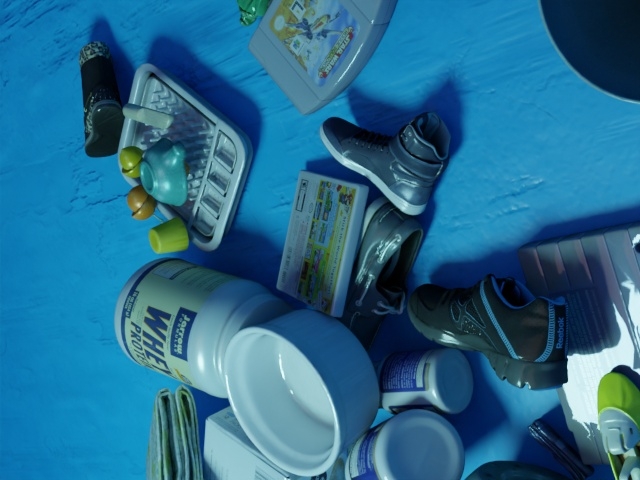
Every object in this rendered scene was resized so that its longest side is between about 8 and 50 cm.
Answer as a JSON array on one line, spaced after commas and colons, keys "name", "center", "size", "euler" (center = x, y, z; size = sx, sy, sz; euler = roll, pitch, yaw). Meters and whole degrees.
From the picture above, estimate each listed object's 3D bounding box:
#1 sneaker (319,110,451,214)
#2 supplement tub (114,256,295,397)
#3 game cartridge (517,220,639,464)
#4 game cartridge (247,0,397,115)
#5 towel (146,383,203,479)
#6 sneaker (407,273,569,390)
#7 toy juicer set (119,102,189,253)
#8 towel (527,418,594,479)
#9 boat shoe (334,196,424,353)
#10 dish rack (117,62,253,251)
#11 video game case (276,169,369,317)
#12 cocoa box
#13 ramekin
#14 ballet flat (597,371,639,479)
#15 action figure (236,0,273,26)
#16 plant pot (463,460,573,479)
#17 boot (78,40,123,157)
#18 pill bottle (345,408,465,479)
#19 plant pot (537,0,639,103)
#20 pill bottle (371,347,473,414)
[{"name": "sneaker", "center": [0.109, -0.168, 1.504], "size": [0.226, 0.086, 0.163], "euler": [39, 139, 13]}, {"name": "supplement tub", "center": [-0.222, 0.174, 1.837], "size": [0.325, 0.235, 0.235], "euler": [14, 114, 38]}, {"name": "game cartridge", "center": [0.437, 0.155, 1.362], "size": [0.230, 0.068, 0.355], "euler": [-13, 97, 48]}, {"name": "game cartridge", "center": [0.004, -0.361, 1.563], "size": [0.198, 0.062, 0.297], "euler": [54, 133, 18]}, {"name": "towel", "center": [-0.300, 0.518, 1.902], "size": [0.374, 0.090, 0.320], "euler": [108, 158, -48]}, {"name": "sneaker", "center": [0.261, 0.110, 1.434], "size": [0.341, 0.125, 0.140], "euler": [24, 112, 55]}, {"name": "toy juicer set", "center": [-0.316, -0.151, 1.817], "size": [0.209, 0.089, 0.329], "euler": [44, 140, 39]}, {"name": "towel", "center": [0.380, 0.333, 1.474], "size": [0.119, 0.067, 0.029], "euler": [44, 99, 21]}, {"name": "boat shoe", "center": [0.098, 0.086, 1.601], "size": [0.099, 0.116, 0.319], "euler": [32, 119, 34]}, {"name": "dish rack", "center": [-0.265, -0.172, 1.861], "size": [0.333, 0.072, 0.285], "euler": [40, 129, 24]}, {"name": "video game case", "center": [0.000, 0.000, 1.627], "size": [0.206, 0.026, 0.227], "euler": [21, 100, 58]}, {"name": "cocoa box", "center": [-0.080, 0.495, 1.831], "size": [0.231, 0.228, 0.347], "euler": [26, 122, 35]}, {"name": "ramekin", "center": [-0.029, 0.253, 1.613], "size": [0.277, 0.135, 0.277], "euler": [21, 123, 37]}, {"name": "ballet flat", "center": [0.440, 0.305, 1.322], "size": [0.077, 0.077, 0.231], "euler": [-13, 97, 44]}, {"name": "action figure", "center": [-0.092, -0.470, 1.599], "size": [0.137, 0.063, 0.232], "euler": [43, 126, 20]}, {"name": "plant pot", "center": [0.312, 0.489, 1.456], "size": [0.293, 0.293, 0.235], "euler": [18, 101, 36]}, {"name": "boot", "center": [-0.473, -0.297, 2.000], "size": [0.236, 0.085, 0.179], "euler": [126, 133, -63]}, {"name": "pill bottle", "center": [0.134, 0.386, 1.605], "size": [0.153, 0.153, 0.265], "euler": [57, 158, 10]}, {"name": "plant pot", "center": [0.430, -0.320, 1.092], "size": [0.290, 0.195, 0.290], "euler": [17, 117, 37]}, {"name": "pill bottle", "center": [0.159, 0.246, 1.607], "size": [0.186, 0.112, 0.112], "euler": [-11, 98, 44]}]
